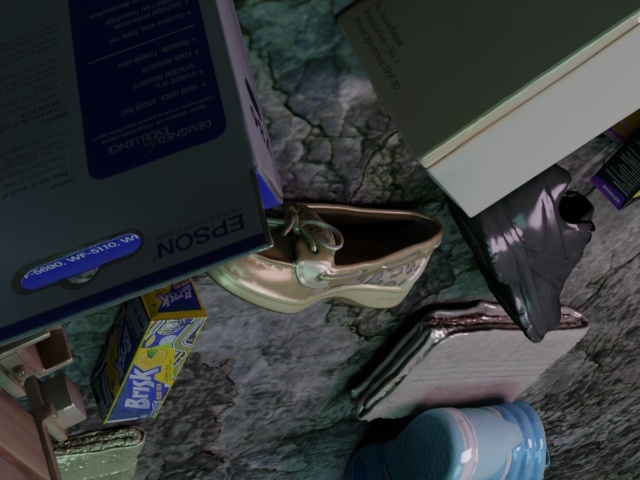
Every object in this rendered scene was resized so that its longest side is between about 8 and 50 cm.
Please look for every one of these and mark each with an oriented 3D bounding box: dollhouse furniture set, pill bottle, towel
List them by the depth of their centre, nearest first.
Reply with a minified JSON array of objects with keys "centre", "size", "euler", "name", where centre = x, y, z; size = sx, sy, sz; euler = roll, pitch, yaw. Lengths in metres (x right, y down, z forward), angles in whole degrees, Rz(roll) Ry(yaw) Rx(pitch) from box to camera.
[{"centre":[-0.275,0.171,0.811],"size":[0.173,0.356,0.303],"euler":[-24,148,-1],"name":"dollhouse furniture set"},{"centre":[0.299,-0.132,1.067],"size":[0.043,0.043,0.083],"euler":[13,132,-45],"name":"pill bottle"},{"centre":[-0.266,0.247,1.230],"size":[0.148,0.027,0.110],"euler":[-9,145,-25],"name":"towel"},{"centre":[0.181,0.148,1.382],"size":[0.282,0.049,0.187],"euler":[4,138,-40],"name":"towel"}]

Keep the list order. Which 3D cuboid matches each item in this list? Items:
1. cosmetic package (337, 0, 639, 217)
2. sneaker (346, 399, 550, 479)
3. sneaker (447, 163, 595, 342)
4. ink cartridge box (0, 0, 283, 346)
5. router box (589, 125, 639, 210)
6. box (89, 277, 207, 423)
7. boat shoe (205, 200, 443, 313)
[{"centre":[0.186,-0.174,0.825],"size":[0.309,0.160,0.113],"euler":[-35,146,12],"name":"cosmetic package"},{"centre":[0.175,0.299,1.470],"size":[0.208,0.127,0.319],"euler":[-2,158,-27],"name":"sneaker"},{"centre":[0.228,0.012,1.174],"size":[0.130,0.109,0.286],"euler":[-34,149,1],"name":"sneaker"},{"centre":[-0.119,-0.081,0.563],"size":[0.165,0.333,0.065],"euler":[-19,142,6],"name":"ink cartridge box"},{"centre":[0.347,-0.104,1.084],"size":[0.179,0.046,0.133],"euler":[-22,156,-51],"name":"router box"},{"centre":[-0.166,0.105,1.072],"size":[0.059,0.054,0.169],"euler":[-3,141,-32],"name":"box"},{"centre":[0.000,0.000,1.008],"size":[0.285,0.105,0.089],"euler":[3,134,-52],"name":"boat shoe"}]
